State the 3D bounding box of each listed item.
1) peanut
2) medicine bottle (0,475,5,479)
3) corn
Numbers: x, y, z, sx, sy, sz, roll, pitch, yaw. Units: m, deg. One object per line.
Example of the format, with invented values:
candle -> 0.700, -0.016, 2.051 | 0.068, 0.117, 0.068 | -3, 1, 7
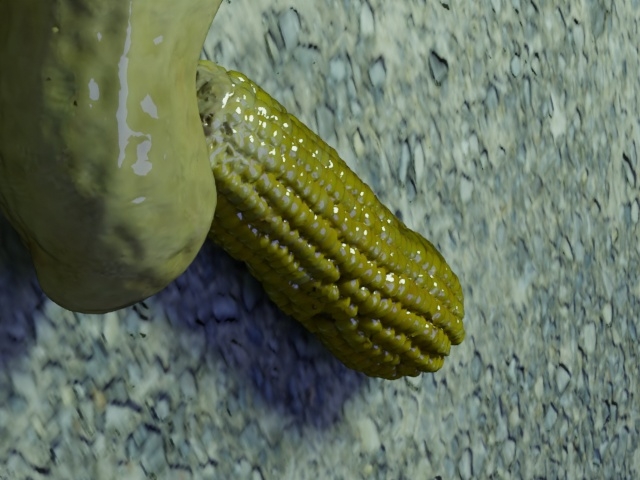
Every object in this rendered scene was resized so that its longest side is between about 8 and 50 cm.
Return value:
peanut -> -0.098, -0.098, 0.674 | 0.125, 0.111, 0.274 | -14, 114, -39
medicine bottle -> -0.217, 0.215, 0.564 | 0.293, 0.141, 0.141 | -49, 136, -35
corn -> 0.000, 0.000, 0.867 | 0.320, 0.097, 0.097 | 44, 64, -49
